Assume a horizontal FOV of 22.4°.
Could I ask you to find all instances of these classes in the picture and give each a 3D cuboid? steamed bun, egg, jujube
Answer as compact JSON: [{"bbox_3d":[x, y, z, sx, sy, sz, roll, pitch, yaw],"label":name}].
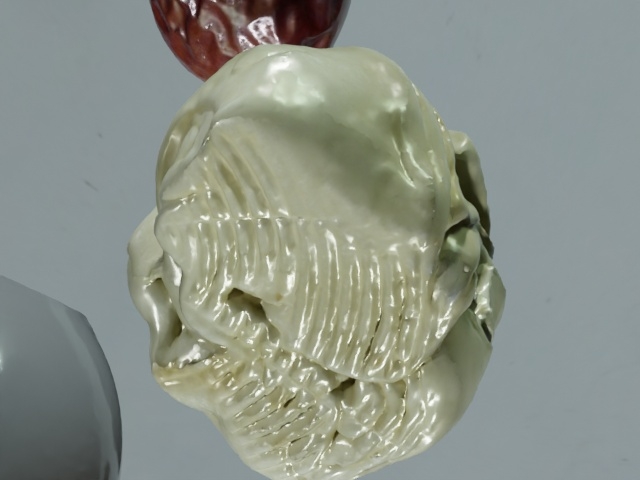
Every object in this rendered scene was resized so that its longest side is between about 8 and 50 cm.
[{"bbox_3d":[0.002,-0.002,1.137,0.276,0.203,0.289,-29,108,33],"label":"steamed bun"},{"bbox_3d":[-0.191,0.126,0.772,0.176,0.176,0.232,25,80,4],"label":"egg"},{"bbox_3d":[-0.057,-0.237,1.339,0.183,0.183,0.243,4,128,-4],"label":"jujube"}]
